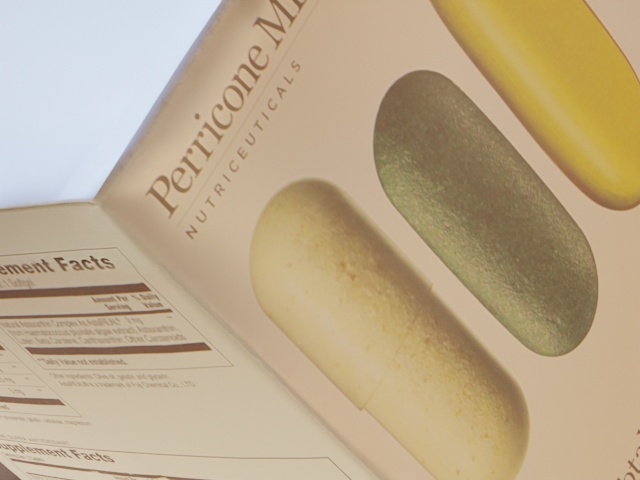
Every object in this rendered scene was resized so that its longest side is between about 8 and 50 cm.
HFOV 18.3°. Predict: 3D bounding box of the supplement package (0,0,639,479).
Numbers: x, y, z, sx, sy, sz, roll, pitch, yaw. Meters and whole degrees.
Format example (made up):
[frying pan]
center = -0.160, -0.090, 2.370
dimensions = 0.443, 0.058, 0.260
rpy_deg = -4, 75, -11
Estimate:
[supplement package]
center = 0.000, 0.000, 0.656
dimensions = 0.198, 0.263, 0.199
rpy_deg = -3, 49, 48
